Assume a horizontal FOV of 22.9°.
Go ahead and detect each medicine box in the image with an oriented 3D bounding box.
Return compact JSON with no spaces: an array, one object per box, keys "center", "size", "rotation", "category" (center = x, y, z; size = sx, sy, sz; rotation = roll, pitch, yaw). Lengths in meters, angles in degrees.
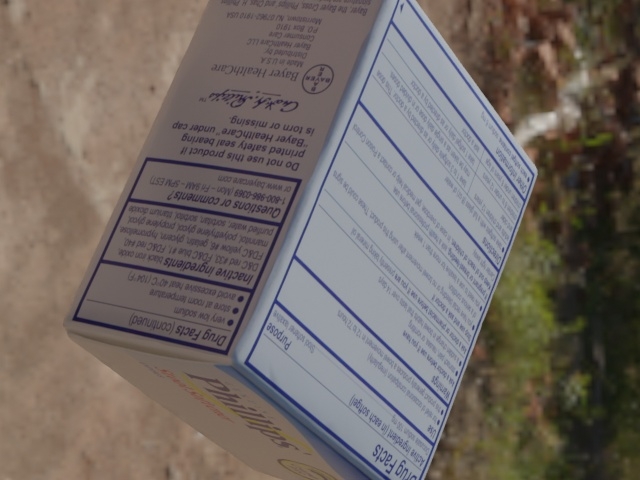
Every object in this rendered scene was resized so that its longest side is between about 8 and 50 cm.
[{"center":[0.000,0.000,1.096],"size":[0.263,0.149,0.289],"rotation":[46,61,-50],"category":"medicine box"}]
